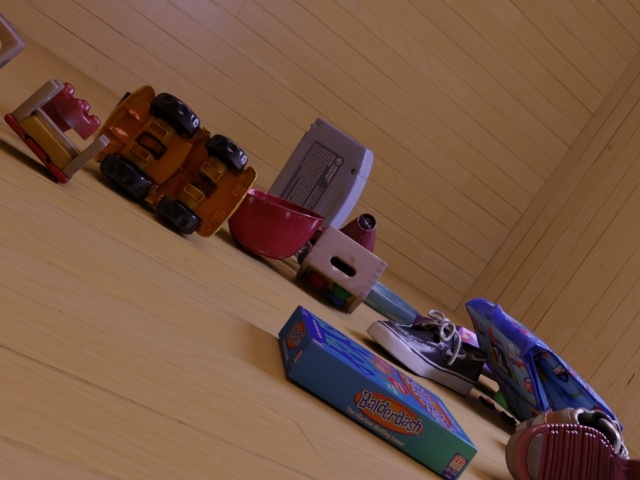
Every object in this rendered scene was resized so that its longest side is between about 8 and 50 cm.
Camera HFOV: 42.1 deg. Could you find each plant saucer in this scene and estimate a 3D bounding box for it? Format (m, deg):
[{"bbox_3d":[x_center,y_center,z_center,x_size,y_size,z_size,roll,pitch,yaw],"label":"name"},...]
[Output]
[{"bbox_3d":[0.115,0.118,2.024,0.317,0.044,0.317,35,3,-2],"label":"plant saucer"}]

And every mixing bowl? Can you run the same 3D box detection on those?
[{"bbox_3d":[-0.091,-0.026,1.459,0.181,0.098,0.181,20,6,-2],"label":"mixing bowl"}]

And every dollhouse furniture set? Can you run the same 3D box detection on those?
[{"bbox_3d":[-0.432,-0.219,1.008,0.374,0.152,0.201,51,-1,-15],"label":"dollhouse furniture set"}]

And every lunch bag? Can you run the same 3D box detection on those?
[{"bbox_3d":[0.383,0.227,1.506,0.293,0.138,0.221,55,-2,-23],"label":"lunch bag"}]

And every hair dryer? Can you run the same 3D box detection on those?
[{"bbox_3d":[0.000,0.000,1.637,0.293,0.080,0.223,-12,-30,40],"label":"hair dryer"}]

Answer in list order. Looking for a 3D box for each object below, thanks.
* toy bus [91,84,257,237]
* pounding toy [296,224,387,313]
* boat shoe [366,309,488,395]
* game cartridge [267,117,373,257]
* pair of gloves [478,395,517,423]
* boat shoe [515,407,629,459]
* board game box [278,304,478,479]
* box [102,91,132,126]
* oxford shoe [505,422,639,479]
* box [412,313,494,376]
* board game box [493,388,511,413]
[{"bbox_3d":[-0.218,-0.099,1.262,0.220,0.149,0.211,37,-12,0],"label":"toy bus"},{"bbox_3d":[0.005,0.055,1.544,0.181,0.094,0.206,35,-19,2],"label":"pounding toy"},{"bbox_3d":[0.199,0.182,1.443,0.306,0.105,0.113,32,5,-40],"label":"boat shoe"},{"bbox_3d":[-0.012,-0.114,1.912,0.196,0.294,0.060,38,9,33],"label":"game cartridge"},{"bbox_3d":[0.344,0.328,1.608,0.083,0.010,0.074,37,4,27],"label":"pair of gloves"},{"bbox_3d":[0.436,0.335,1.328,0.302,0.103,0.113,23,43,-44],"label":"boat shoe"},{"bbox_3d":[0.056,0.161,0.901,0.210,0.047,0.160,35,3,-11],"label":"board game box"},{"bbox_3d":[-0.303,-0.180,1.633,0.207,0.108,0.153,36,5,17],"label":"box"},{"bbox_3d":[0.332,0.318,1.107,0.348,0.123,0.130,30,-21,-37],"label":"oxford shoe"},{"bbox_3d":[0.357,0.258,1.808,0.293,0.057,0.201,29,-8,-19],"label":"box"},{"bbox_3d":[0.533,0.424,1.781,0.317,0.046,0.213,31,4,-38],"label":"board game box"}]
